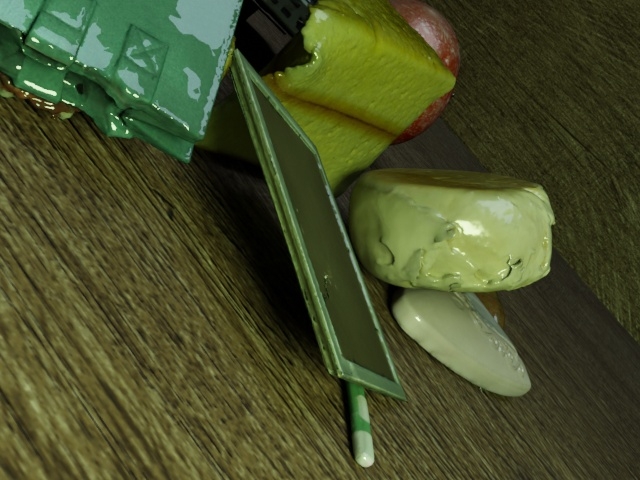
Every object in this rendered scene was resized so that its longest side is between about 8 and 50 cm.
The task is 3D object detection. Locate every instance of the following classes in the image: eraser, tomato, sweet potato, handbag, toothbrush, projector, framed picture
[{"bbox_3d":[0.170,0.101,1.034,0.243,0.059,0.204,19,33,-55],"label":"eraser"},{"bbox_3d":[0.116,-0.314,1.467,0.227,0.270,0.270,35,21,-35],"label":"tomato"},{"bbox_3d":[0.245,0.093,1.245,0.078,0.058,0.255,61,12,-11],"label":"sweet potato"},{"bbox_3d":[-0.198,-0.221,0.664,0.268,0.100,0.274,25,53,-30],"label":"handbag"},{"bbox_3d":[0.027,0.109,0.742,0.018,0.024,0.257,40,20,-23],"label":"toothbrush"},{"bbox_3d":[-0.062,-0.401,1.329,0.257,0.079,0.259,40,12,-36],"label":"projector"},{"bbox_3d":[0.000,0.000,0.732,0.231,0.018,0.293,43,26,-67],"label":"framed picture"}]

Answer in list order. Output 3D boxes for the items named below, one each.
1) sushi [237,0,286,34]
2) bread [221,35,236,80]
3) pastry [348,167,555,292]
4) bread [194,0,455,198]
[{"bbox_3d":[-0.198,-0.434,1.342,0.339,0.069,0.320,43,9,-13],"label":"sushi"},{"bbox_3d":[-0.180,-0.235,0.869,0.181,0.096,0.222,39,18,-19],"label":"bread"},{"bbox_3d":[0.159,-0.015,0.994,0.264,0.133,0.265,2,9,0],"label":"pastry"},{"bbox_3d":[-0.033,-0.214,0.948,0.245,0.233,0.361,54,19,20],"label":"bread"}]
